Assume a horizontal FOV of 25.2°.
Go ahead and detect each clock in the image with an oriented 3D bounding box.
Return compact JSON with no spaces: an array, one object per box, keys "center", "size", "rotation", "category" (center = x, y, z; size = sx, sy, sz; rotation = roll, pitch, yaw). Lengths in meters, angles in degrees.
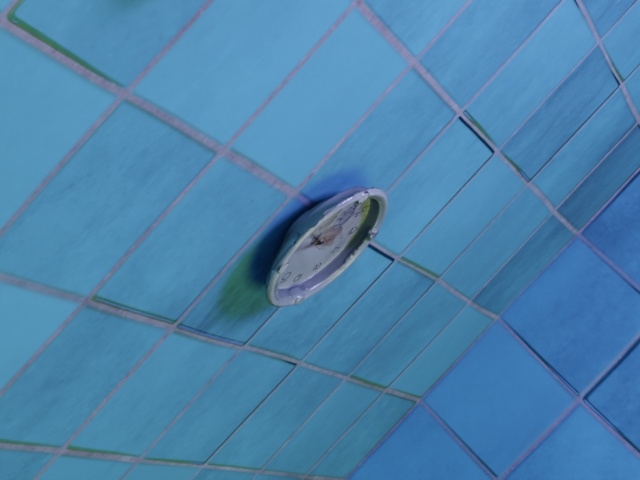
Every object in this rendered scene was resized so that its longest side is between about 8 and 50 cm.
[{"center":[0.000,0.000,2.106],"size":[0.236,0.053,0.236],"rotation":[-36,158,-17],"category":"clock"}]
